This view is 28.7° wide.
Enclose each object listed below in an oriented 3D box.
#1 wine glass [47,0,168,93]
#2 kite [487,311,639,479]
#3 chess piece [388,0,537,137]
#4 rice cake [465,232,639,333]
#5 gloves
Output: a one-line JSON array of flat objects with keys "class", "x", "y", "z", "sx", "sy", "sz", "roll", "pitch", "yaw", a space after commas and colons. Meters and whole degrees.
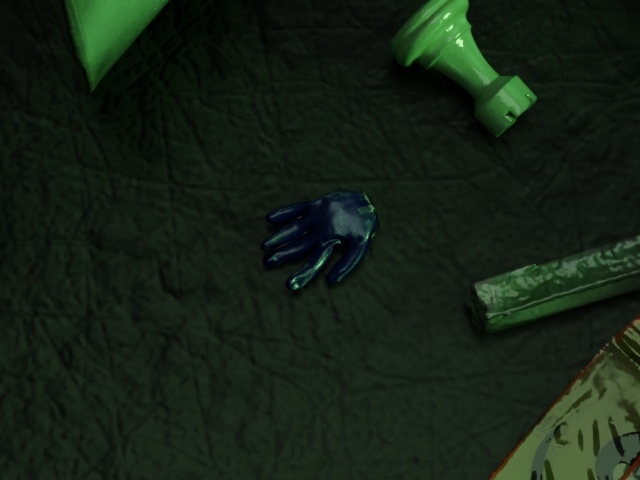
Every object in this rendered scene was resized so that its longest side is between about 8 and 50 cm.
[{"class": "wine glass", "x": -0.011, "y": -0.273, "z": 0.852, "sx": 0.406, "sy": 0.267, "sz": 0.267, "roll": -16, "pitch": 73, "yaw": -11}, {"class": "kite", "x": 0.233, "y": 0.203, "z": 0.811, "sx": 0.328, "sy": 0.013, "sz": 0.377, "roll": 2, "pitch": 71, "yaw": 0}, {"class": "chess piece", "x": 0.105, "y": -0.124, "z": 0.894, "sx": 0.067, "sy": 0.067, "sz": 0.103, "roll": -43, "pitch": 85, "yaw": -12}, {"class": "rice cake", "x": 0.201, "y": 0.022, "z": 0.854, "sx": 0.207, "sy": 0.047, "sz": 0.036, "roll": -16, "pitch": 74, "yaw": -3}, {"class": "gloves", "x": 0.000, "y": 0.000, "z": 0.870, "sx": 0.086, "sy": 0.026, "sz": 0.064, "roll": -18, "pitch": 75, "yaw": -6}]
